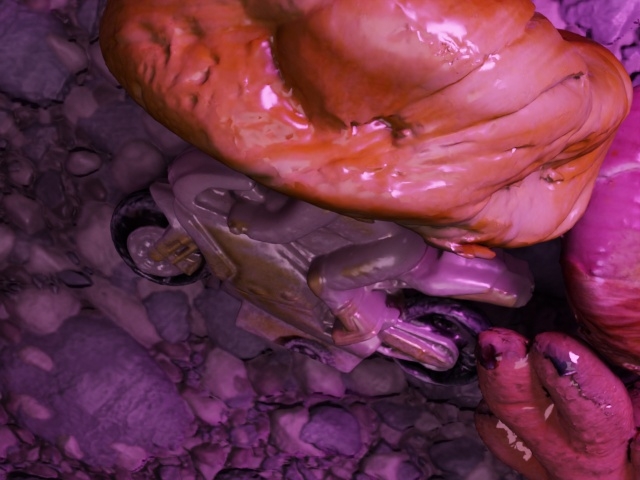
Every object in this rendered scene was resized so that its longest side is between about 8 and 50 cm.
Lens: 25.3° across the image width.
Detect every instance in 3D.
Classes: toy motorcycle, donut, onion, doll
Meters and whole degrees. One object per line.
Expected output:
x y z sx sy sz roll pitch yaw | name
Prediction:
0.000 0.000 1.142 0.340 0.108 0.223 22 133 2 | toy motorcycle
0.030 -0.120 0.926 0.360 0.360 0.170 21 105 -4 | donut
0.279 -0.008 1.026 0.163 0.230 0.230 3 133 57 | onion
0.235 0.148 1.169 0.201 0.156 0.303 11 144 42 | doll
